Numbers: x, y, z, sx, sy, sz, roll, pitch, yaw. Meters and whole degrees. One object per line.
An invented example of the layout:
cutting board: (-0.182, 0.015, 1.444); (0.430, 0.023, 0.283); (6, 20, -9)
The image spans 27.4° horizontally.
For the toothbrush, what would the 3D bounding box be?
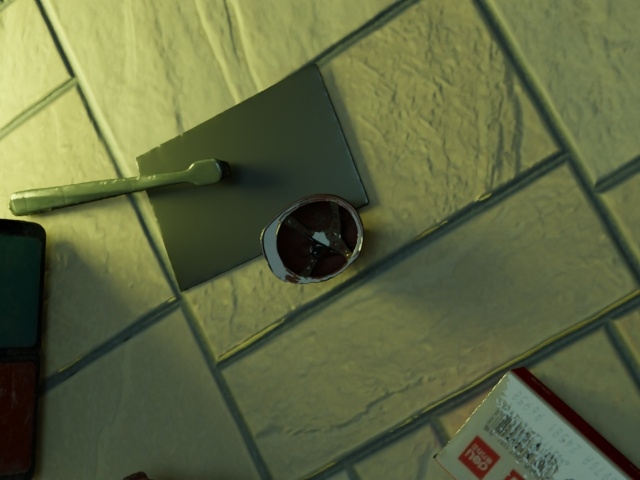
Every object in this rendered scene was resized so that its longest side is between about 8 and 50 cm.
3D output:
toothbrush: (-0.232, -0.059, 1.481); (0.297, 0.030, 0.030); (-8, 93, 26)

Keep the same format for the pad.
pad: (-0.079, -0.065, 1.429); (0.245, 0.006, 0.170); (-25, 77, 20)

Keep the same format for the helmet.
helmet: (0.000, 0.000, 1.361); (0.111, 0.057, 0.089); (-19, 82, 17)

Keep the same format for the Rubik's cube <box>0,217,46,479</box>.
Rubik's cube: (-0.518, 0.118, 1.440); (0.313, 0.318, 0.316); (1, 88, 24)

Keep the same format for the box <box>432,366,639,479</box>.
box: (0.232, 0.239, 1.248); (0.229, 0.050, 0.123); (42, 104, 20)

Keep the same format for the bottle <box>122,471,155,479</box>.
bottle: (-0.112, 0.315, 1.358); (0.253, 0.120, 0.120); (9, 90, 25)
